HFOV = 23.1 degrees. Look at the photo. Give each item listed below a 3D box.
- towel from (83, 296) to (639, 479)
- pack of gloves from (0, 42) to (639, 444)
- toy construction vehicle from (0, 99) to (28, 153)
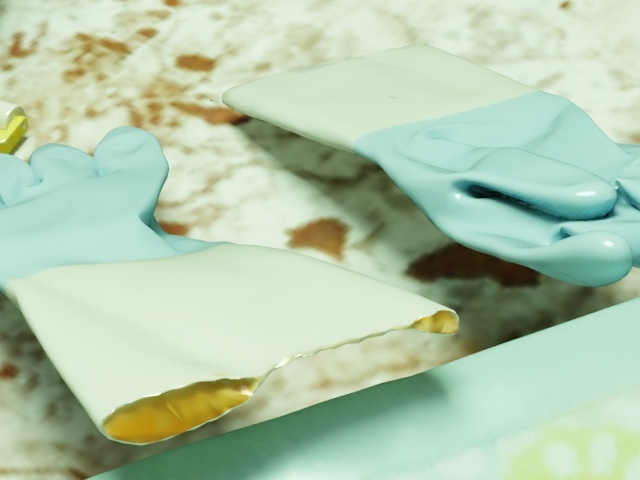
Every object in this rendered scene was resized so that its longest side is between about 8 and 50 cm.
[{"bbox_3d":[0.113,0.147,0.291,0.374,0.090,0.320,-17,48,-14],"label":"towel"},{"bbox_3d":[0.000,0.000,0.445,0.195,0.046,0.232,-14,21,-21],"label":"pack of gloves"},{"bbox_3d":[-0.151,-0.031,0.520,0.086,0.035,0.098,20,48,22],"label":"toy construction vehicle"}]
